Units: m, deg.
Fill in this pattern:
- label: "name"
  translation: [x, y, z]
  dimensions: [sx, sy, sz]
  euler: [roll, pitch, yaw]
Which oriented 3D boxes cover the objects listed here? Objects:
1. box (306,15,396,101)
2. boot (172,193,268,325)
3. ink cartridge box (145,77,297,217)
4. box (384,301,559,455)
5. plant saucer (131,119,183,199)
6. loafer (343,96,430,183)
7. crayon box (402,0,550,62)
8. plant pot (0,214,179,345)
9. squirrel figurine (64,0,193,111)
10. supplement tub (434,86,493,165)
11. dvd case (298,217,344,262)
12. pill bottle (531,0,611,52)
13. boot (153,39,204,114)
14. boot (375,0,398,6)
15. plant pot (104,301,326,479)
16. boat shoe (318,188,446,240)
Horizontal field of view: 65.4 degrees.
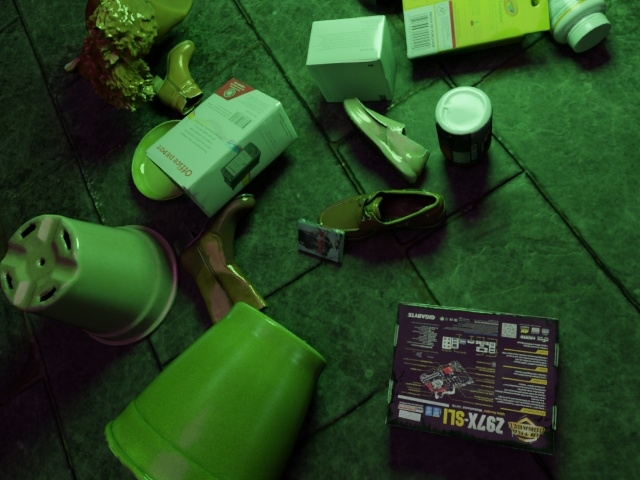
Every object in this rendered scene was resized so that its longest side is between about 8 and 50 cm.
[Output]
- label: "box"
  translation: [0.082, -0.437, 1.223]
  dimensions: [0.182, 0.181, 0.118]
  euler: [3, 76, 18]
- label: "boot"
  translation: [-0.214, 0.053, 1.236]
  dimensions: [0.264, 0.096, 0.280]
  euler: [-35, 70, 3]
- label: "ink cartridge box"
  translation: [-0.247, -0.240, 1.250]
  dimensions: [0.306, 0.131, 0.226]
  euler: [-44, 52, -9]
- label: "box"
  translation: [0.307, 0.270, 1.019]
  dimensions: [0.322, 0.079, 0.256]
  euler: [3, 78, 19]
- label: "plant saucer"
  translation: [-0.418, -0.222, 1.405]
  dimensions: [0.241, 0.037, 0.240]
  euler: [-5, 74, 16]
- label: "loafer"
  translation: [0.159, -0.254, 1.200]
  dimensions: [0.092, 0.102, 0.268]
  euler: [-41, 77, 3]
- label: "crayon box"
  translation: [0.358, -0.552, 1.171]
  dimensions: [0.319, 0.081, 0.202]
  euler: [-3, 100, 21]
- label: "plant pot"
  translation: [-0.579, 0.083, 1.230]
  dimensions: [0.334, 0.305, 0.333]
  euler: [-5, 74, 17]
- label: "squirrel figurine"
  translation: [-0.571, -0.542, 1.376]
  dimensions: [0.370, 0.281, 0.396]
  euler: [-39, 43, 33]
- label: "supplement tub"
  translation: [0.315, -0.240, 1.091]
  dimensions: [0.117, 0.190, 0.116]
  euler: [-4, 75, 17]
- label: "dvd case"
  translation: [0.000, 0.000, 1.193]
  dimensions: [0.120, 0.087, 0.013]
  euler: [18, 37, 20]
- label: "pill bottle"
  translation: [0.558, -0.535, 1.131]
  dimensions: [0.117, 0.117, 0.214]
  euler: [-27, 70, 9]
- label: "boot"
  translation: [-0.391, -0.469, 1.449]
  dimensions: [0.152, 0.073, 0.197]
  euler: [39, 96, 20]
- label: "boot"
  translation: [0.239, -0.695, 1.309]
  dimensions: [0.198, 0.077, 0.136]
  euler: [-2, 79, 31]
- label: "plant pot"
  translation: [-0.175, 0.334, 1.038]
  dimensions: [0.367, 0.366, 0.353]
  euler: [29, 74, 22]
- label: "boat shoe"
  translation: [0.130, -0.072, 1.151]
  dimensions: [0.308, 0.104, 0.110]
  euler: [-10, 75, 16]
